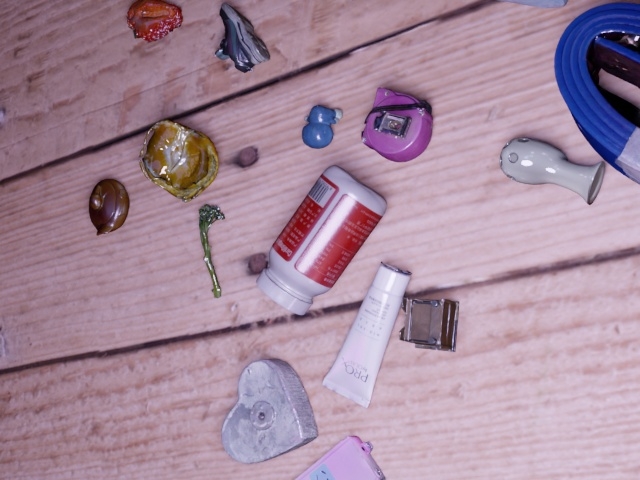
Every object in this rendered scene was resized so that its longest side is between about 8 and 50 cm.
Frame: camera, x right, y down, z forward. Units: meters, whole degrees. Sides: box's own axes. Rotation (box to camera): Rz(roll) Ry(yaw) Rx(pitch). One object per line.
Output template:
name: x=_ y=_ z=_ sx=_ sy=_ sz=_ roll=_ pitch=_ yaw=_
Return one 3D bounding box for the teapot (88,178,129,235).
teapot: x=-0.462 y=-0.072 z=1.567 sx=0.098 sy=0.078 sz=0.129 roll=-9 pitch=75 yaw=26

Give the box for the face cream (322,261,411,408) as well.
face cream: x=0.084 y=0.156 z=1.244 sx=0.092 sy=0.058 sz=0.243 roll=24 pitch=97 yaw=25

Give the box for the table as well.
table: x=0.175 y=0.134 z=1.181 sx=0.070 sy=0.082 sz=0.083 roll=2 pitch=81 yaw=29

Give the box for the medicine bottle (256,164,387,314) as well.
medicine bottle: x=0.000 y=0.000 z=1.276 sx=0.131 sy=0.131 sz=0.250 roll=39 pitch=99 yaw=29

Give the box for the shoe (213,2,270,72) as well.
shoe: x=-0.178 y=-0.405 z=1.497 sx=0.099 sy=0.071 sz=0.169 roll=-39 pitch=67 yaw=18

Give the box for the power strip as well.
power strip: x=-0.008 y=0.449 z=1.236 sx=0.279 sy=0.037 sz=0.109 roll=-43 pitch=63 yaw=14

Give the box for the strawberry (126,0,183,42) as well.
strawberry: x=-0.376 y=-0.499 z=1.633 sx=0.152 sy=0.048 sz=0.103 roll=-5 pitch=80 yaw=30

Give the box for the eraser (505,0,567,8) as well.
eraser: x=0.368 y=-0.517 z=1.220 sx=0.174 sy=0.081 sz=0.226 roll=20 pitch=88 yaw=31

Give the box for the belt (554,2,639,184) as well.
belt: x=0.495 y=-0.199 z=1.063 sx=0.212 sy=0.117 sz=0.347 roll=-47 pitch=62 yaw=10

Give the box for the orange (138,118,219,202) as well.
orange: x=-0.277 y=-0.163 z=1.472 sx=0.160 sy=0.112 sz=0.169 roll=-14 pitch=96 yaw=14

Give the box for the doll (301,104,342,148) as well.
doll: x=-0.006 y=-0.213 z=1.374 sx=0.076 sy=0.050 sz=0.083 roll=9 pitch=85 yaw=34

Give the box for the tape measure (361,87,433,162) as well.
tape measure: x=0.132 y=-0.200 z=1.280 sx=0.125 sy=0.074 sz=0.118 roll=18 pitch=89 yaw=32

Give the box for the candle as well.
candle: x=-0.084 y=0.313 z=1.290 sx=0.169 sy=0.068 sz=0.192 roll=19 pitch=92 yaw=29

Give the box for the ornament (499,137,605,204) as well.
ornament: x=0.359 y=-0.115 z=1.146 sx=0.156 sy=0.074 sz=0.081 roll=23 pitch=48 yaw=30

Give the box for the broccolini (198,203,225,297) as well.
broccolini: x=-0.221 y=0.017 z=1.436 sx=0.054 sy=0.052 sz=0.194 roll=-11 pitch=74 yaw=30
